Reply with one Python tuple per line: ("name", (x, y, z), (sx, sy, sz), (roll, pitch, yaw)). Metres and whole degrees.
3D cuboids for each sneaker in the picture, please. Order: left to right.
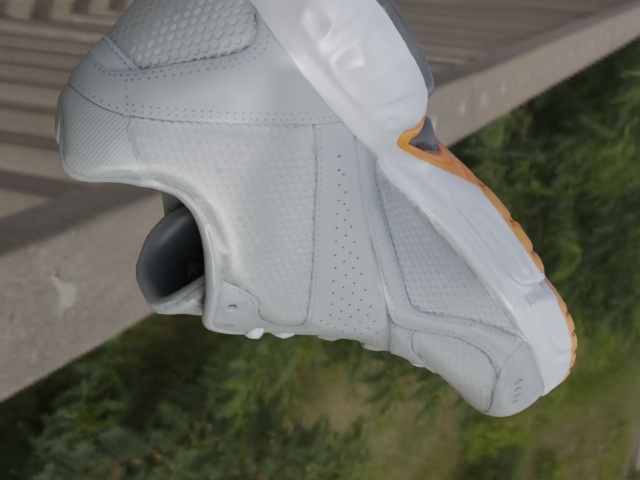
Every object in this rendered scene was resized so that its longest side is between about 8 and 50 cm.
("sneaker", (0.000, 0.000, 0.447), (0.121, 0.099, 0.262), (-39, 130, 0))
